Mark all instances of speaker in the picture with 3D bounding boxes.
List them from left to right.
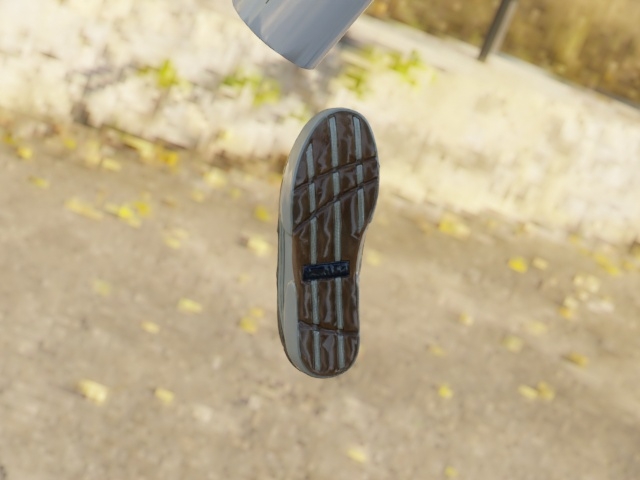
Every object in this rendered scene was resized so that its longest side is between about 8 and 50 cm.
[{"bbox_3d":[0.019,-0.148,0.905,0.055,0.136,0.055,37,19,-15],"label":"speaker"}]

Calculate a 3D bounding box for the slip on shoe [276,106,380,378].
[{"bbox_3d":[0.000,0.000,0.942,0.051,0.135,0.041,-4,10,-22],"label":"slip on shoe"}]
